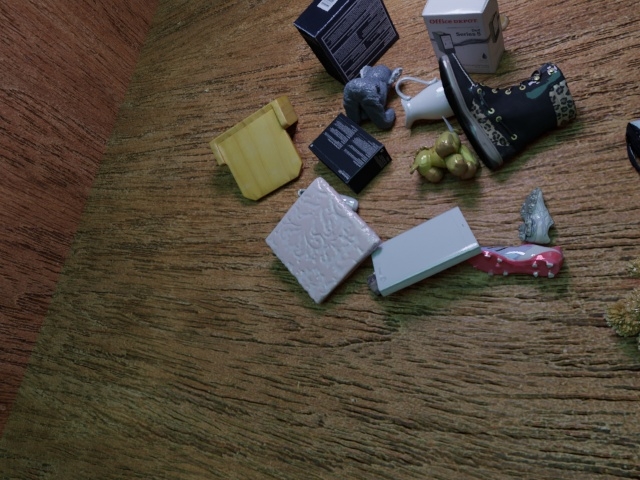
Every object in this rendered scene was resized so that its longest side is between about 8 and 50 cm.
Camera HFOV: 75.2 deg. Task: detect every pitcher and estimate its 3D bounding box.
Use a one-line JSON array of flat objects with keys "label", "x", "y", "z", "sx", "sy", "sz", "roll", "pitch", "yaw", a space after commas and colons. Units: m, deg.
[{"label": "pitcher", "x": 0.371, "y": -0.491, "z": 1.412, "sx": 0.207, "sy": 0.177, "sz": 0.125, "roll": -12, "pitch": 35, "yaw": 28}]

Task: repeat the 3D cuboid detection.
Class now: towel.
[{"label": "towel", "x": 0.000, "y": 0.000, "z": 1.431, "sx": 0.317, "sy": 0.053, "sz": 0.332, "roll": -49, "pitch": 65, "yaw": 16}]

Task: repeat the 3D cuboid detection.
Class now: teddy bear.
[{"label": "teddy bear", "x": 0.816, "y": 0.118, "z": 0.932, "sx": 0.338, "sy": 0.113, "sz": 0.245, "roll": -32, "pitch": 59, "yaw": 15}]

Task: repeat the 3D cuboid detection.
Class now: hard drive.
[{"label": "hard drive", "x": 0.307, "y": 0.030, "z": 1.264, "sx": 0.307, "sy": 0.040, "sz": 0.203, "roll": -27, "pitch": 34, "yaw": 17}]

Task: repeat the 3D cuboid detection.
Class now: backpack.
[{"label": "backpack", "x": 0.861, "y": -0.240, "z": 1.050, "sx": 0.115, "sy": 0.152, "sz": 0.182, "roll": -20, "pitch": 49, "yaw": 16}]

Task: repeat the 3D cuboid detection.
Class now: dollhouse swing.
[{"label": "dollhouse swing", "x": -0.232, "y": -0.391, "z": 1.790, "sx": 0.347, "sy": 0.305, "sz": 0.315, "roll": -27, "pitch": 17, "yaw": 18}]

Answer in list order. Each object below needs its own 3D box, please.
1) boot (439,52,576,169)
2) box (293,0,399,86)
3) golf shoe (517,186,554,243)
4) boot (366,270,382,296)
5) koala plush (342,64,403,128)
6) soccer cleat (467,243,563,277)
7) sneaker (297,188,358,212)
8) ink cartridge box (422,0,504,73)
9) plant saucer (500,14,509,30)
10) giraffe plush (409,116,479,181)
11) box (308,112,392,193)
[{"label": "boot", "x": 0.550, "y": -0.439, "z": 1.246, "sx": 0.284, "sy": 0.138, "sz": 0.377, "roll": -28, "pitch": 87, "yaw": 14}, {"label": "box", "x": 0.105, "y": -0.826, "z": 1.633, "sx": 0.296, "sy": 0.294, "sz": 0.183, "roll": -45, "pitch": 52, "yaw": 6}, {"label": "golf shoe", "x": 0.613, "y": -0.066, "z": 1.169, "sx": 0.086, "sy": 0.069, "sz": 0.176, "roll": 20, "pitch": 69, "yaw": 1}, {"label": "boot", "x": 0.205, "y": 0.123, "z": 1.330, "sx": 0.118, "sy": 0.042, "sz": 0.087, "roll": -28, "pitch": 50, "yaw": 9}, {"label": "koala plush", "x": 0.201, "y": -0.566, "z": 1.547, "sx": 0.196, "sy": 0.203, "sz": 0.221, "roll": 18, "pitch": 68, "yaw": 34}, {"label": "soccer cleat", "x": 0.534, "y": 0.046, "z": 1.157, "sx": 0.248, "sy": 0.083, "sz": 0.095, "roll": 5, "pitch": 39, "yaw": 38}, {"label": "sneaker", "x": 0.025, "y": -0.140, "z": 1.512, "sx": 0.235, "sy": 0.095, "sz": 0.090, "roll": 10, "pitch": 73, "yaw": 31}, {"label": "ink cartridge box", "x": 0.476, "y": -0.687, "z": 1.371, "sx": 0.198, "sy": 0.273, "sz": 0.114, "roll": 18, "pitch": 80, "yaw": 35}, {"label": "plant saucer", "x": 0.625, "y": -0.773, "z": 1.479, "sx": 0.083, "sy": 0.015, "sz": 0.083, "roll": -12, "pitch": 64, "yaw": 25}, {"label": "giraffe plush", "x": 0.375, "y": -0.259, "z": 1.332, "sx": 0.170, "sy": 0.181, "sz": 0.210, "roll": -37, "pitch": 64, "yaw": 38}, {"label": "box", "x": 0.104, "y": -0.324, "z": 1.539, "sx": 0.184, "sy": 0.103, "sz": 0.261, "roll": -43, "pitch": 55, "yaw": 4}]
